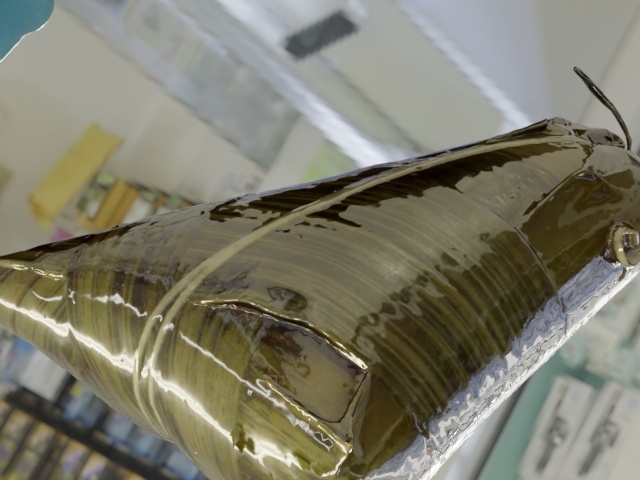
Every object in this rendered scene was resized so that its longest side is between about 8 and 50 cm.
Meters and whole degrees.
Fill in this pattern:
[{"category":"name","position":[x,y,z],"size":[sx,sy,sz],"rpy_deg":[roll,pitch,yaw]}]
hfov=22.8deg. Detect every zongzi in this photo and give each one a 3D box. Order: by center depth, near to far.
[{"category":"zongzi","position":[0.000,0.000,0.522],"size":[0.184,0.187,0.084],"rpy_deg":[26,138,36]}]

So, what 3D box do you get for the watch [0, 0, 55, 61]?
[{"category":"watch","position":[-0.220,-0.160,0.757],"size":[0.211,0.211,0.193],"rpy_deg":[30,169,-7]}]
